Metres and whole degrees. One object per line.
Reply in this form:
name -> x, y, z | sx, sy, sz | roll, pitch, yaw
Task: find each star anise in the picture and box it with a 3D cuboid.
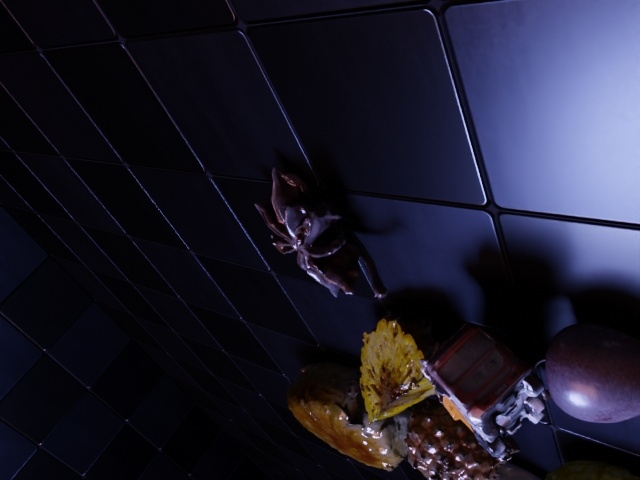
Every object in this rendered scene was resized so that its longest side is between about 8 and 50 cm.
star anise -> 0.001, 0.000, 0.852 | 0.231, 0.089, 0.209 | 42, 164, 2

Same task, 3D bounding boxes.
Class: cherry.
cherry -> 0.346, 0.173, 0.722 | 0.148, 0.115, 0.188 | -23, 134, 12

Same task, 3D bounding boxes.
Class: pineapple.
pineapple -> 0.249, 0.353, 1.036 | 0.193, 0.166, 0.166 | -5, 134, 27
pineapple -> 0.158, 0.188, 0.973 | 0.250, 0.164, 0.140 | 105, 148, -56

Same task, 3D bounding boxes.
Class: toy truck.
toy truck -> 0.224, 0.205, 0.811 | 0.135, 0.114, 0.270 | 43, 173, 33

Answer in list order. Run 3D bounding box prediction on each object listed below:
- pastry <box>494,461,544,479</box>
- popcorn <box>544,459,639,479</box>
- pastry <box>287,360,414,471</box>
pastry -> 0.375, 0.544, 1.206 | 0.264, 0.133, 0.265 | 26, 150, 17
popcorn -> 0.453, 0.455, 0.942 | 0.221, 0.183, 0.204 | 17, 116, 37
pastry -> 0.073, 0.395, 1.317 | 0.329, 0.136, 0.330 | 26, 150, 16
